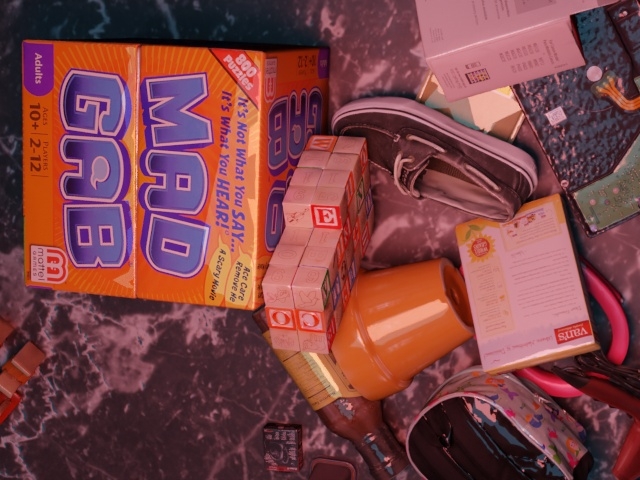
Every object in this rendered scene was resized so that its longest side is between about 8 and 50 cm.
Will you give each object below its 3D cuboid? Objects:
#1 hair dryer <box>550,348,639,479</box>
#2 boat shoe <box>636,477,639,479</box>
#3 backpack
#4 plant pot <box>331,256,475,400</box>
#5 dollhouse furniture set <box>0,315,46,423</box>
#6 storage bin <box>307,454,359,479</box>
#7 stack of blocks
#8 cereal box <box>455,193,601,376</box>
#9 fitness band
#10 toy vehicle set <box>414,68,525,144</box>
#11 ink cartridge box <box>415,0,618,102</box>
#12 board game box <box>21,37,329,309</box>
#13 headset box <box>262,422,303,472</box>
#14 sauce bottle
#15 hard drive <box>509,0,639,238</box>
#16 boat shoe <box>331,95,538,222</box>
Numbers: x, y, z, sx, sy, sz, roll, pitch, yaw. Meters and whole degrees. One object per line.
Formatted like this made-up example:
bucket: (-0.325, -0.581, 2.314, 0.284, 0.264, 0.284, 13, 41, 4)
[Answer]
hair dryer: (0.472, 0.241, 1.853, 0.223, 0.080, 0.294, -6, 111, 13)
boat shoe: (0.452, 0.486, 1.909, 0.109, 0.089, 0.258, 23, 105, 10)
backpack: (0.268, 0.316, 1.862, 0.253, 0.191, 0.225, 40, 127, 0)
plant pot: (0.131, 0.119, 1.862, 0.188, 0.205, 0.205, -24, 93, 21)
dollhouse furniture set: (-0.652, 0.226, 2.154, 0.259, 0.135, 0.262, 42, 107, -7)
storage bin: (0.016, 0.439, 2.015, 0.098, 0.091, 0.135, 7, 102, 13)
stack of blocks: (0.000, 0.000, 1.774, 0.087, 0.297, 0.171, 4, 131, 15)
cereal box: (0.306, 0.067, 1.811, 0.173, 0.047, 0.240, -17, 67, 21)
fitness band: (0.345, 0.110, 1.895, 0.291, 0.054, 0.209, 44, 110, 5)
toy vehicle set: (0.261, -0.272, 1.855, 0.166, 0.035, 0.267, 27, 105, 9)
ink cartridge box: (0.271, -0.385, 1.709, 0.271, 0.130, 0.309, -14, 63, 17)
board game box: (-0.206, -0.121, 1.835, 0.356, 0.356, 0.357, 5, 101, 14)
headset box: (-0.063, 0.353, 2.051, 0.062, 0.032, 0.083, 0, 100, 15)
sauce bottle: (0.025, 0.233, 1.969, 0.111, 0.111, 0.344, -34, 92, 17)
hard drive: (0.423, -0.203, 1.787, 0.237, 0.064, 0.339, -28, 97, 12)
boat shoe: (0.159, -0.123, 1.837, 0.335, 0.119, 0.121, 18, 138, 18)
